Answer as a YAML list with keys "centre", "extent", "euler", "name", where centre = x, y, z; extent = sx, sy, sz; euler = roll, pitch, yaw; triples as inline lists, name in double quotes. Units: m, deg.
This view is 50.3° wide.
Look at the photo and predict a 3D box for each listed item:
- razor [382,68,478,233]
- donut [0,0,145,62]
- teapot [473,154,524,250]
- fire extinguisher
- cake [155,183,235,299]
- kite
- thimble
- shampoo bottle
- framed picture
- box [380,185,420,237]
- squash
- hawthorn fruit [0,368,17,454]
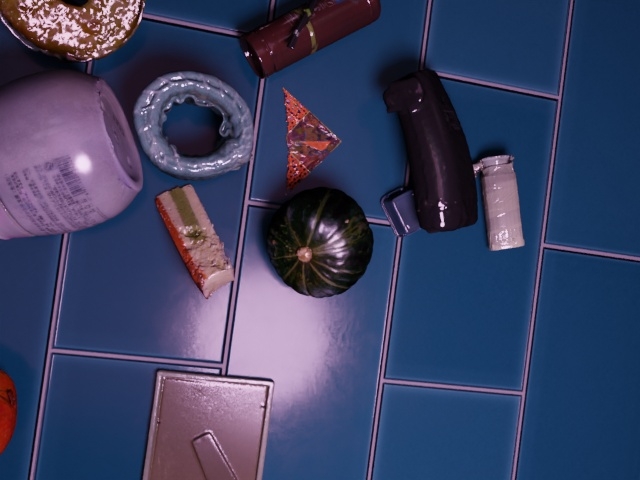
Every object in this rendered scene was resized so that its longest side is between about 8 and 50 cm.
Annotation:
- centre: [0.233, -0.178, 1.380]
  extent: [0.107, 0.189, 0.326]
  euler: [-15, 90, 32]
  name: "razor"
- centre: [-0.456, -0.461, 1.230]
  extent: [0.272, 0.107, 0.272]
  euler: [-8, 119, -15]
  name: "donut"
- centre: [0.370, -0.081, 1.461]
  extent: [0.107, 0.077, 0.200]
  euler: [-7, 92, 7]
  name: "teapot"
- centre: [0.014, -0.438, 1.351]
  extent: [0.341, 0.141, 0.105]
  euler: [-30, 124, -10]
  name: "fire extinguisher"
- centre: [-0.239, 0.010, 1.340]
  extent: [0.086, 0.116, 0.220]
  euler: [-26, 63, -14]
  name: "cake"
- centre: [-0.015, -0.205, 1.407]
  extent: [0.125, 0.008, 0.222]
  euler: [-2, 91, -15]
  name: "kite"
- centre: [-0.234, -0.206, 1.288]
  extent: [0.235, 0.143, 0.198]
  euler: [27, 86, -11]
  name: "thimble"
- centre: [-0.466, -0.145, 1.170]
  extent: [0.266, 0.273, 0.273]
  euler: [-16, 94, -3]
  name: "shampoo bottle"
- centre: [-0.227, 0.426, 1.354]
  extent: [0.241, 0.020, 0.324]
  euler: [7, 89, -13]
  name: "framed picture"
- centre: [0.179, -0.060, 1.425]
  extent: [0.074, 0.054, 0.099]
  euler: [-27, 96, -9]
  name: "box"
- centre: [0.000, 0.003, 1.318]
  extent: [0.172, 0.218, 0.218]
  euler: [-31, 98, -49]
  name: "squash"
- centre: [-0.654, 0.346, 1.172]
  extent: [0.211, 0.211, 0.299]
  euler: [26, 95, -12]
  name: "hawthorn fruit"
